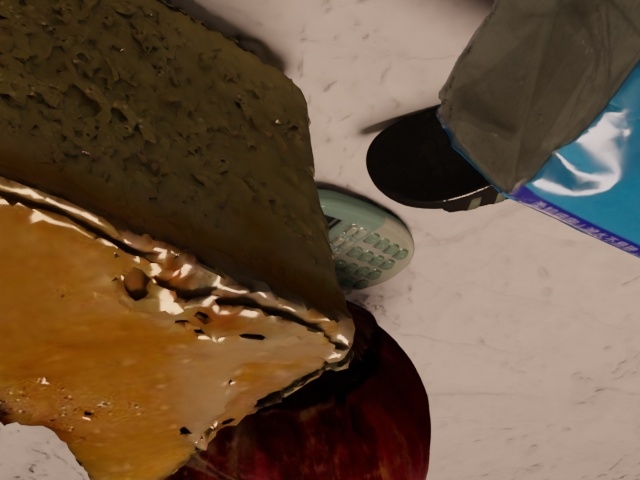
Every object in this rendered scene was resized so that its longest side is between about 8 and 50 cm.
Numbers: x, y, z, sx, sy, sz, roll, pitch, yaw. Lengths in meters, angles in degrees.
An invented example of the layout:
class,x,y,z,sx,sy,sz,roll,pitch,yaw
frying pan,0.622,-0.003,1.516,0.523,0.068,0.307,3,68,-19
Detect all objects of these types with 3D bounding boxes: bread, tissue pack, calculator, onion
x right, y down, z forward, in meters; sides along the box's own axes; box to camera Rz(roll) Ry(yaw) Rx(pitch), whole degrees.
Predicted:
class,x,y,z,sx,sy,sz,roll,pitch,yaw
bread,-0.165,-0.005,0.730,0.315,0.248,0.279,18,135,-27
tissue pack,0.227,-0.084,0.748,0.269,0.137,0.209,22,109,-34
calculator,0.000,0.000,0.956,0.153,0.021,0.095,21,135,-35
onion,-0.044,0.119,0.949,0.246,0.246,0.190,0,102,-11

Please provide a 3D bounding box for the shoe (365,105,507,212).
class,x,y,z,sx,sy,sz,roll,pitch,yaw
shoe,0.121,-0.056,0.867,0.179,0.071,0.049,-18,147,6
